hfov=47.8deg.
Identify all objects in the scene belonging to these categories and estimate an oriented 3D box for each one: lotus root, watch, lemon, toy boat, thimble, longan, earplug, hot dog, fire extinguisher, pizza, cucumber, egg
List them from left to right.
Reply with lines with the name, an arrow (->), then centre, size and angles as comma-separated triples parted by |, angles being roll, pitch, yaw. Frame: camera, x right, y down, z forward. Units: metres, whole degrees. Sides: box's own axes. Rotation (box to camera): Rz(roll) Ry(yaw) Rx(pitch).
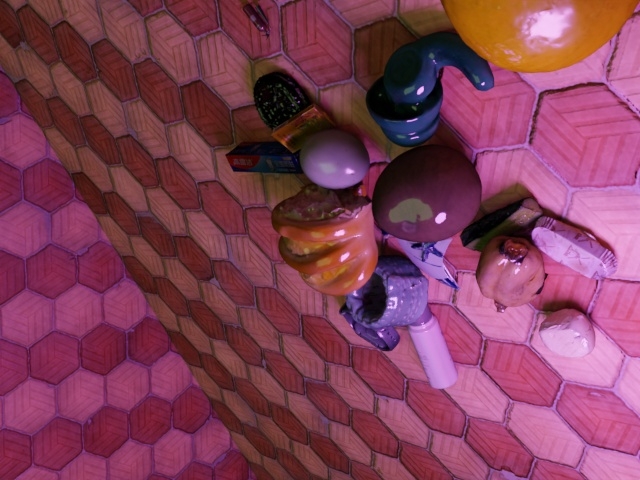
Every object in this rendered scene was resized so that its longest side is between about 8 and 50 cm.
fire extinguisher -> -0.150, -0.555, 1.809 | 0.046, 0.032, 0.100 | -38, 92, 23
egg -> 0.036, -0.204, 1.822 | 0.192, 0.149, 0.149 | 16, 135, 32
pizza -> 0.067, -0.113, 1.978 | 0.131, 0.041, 0.178 | 33, 144, 20
watch -> 0.149, 0.256, 2.190 | 0.206, 0.068, 0.193 | 35, 163, 26
thimble -> 0.178, 0.135, 1.945 | 0.235, 0.143, 0.198 | -21, 75, 52
longan -> 0.233, -0.098, 1.604 | 0.248, 0.248, 0.248 | 31, 143, 27
earplug -> 0.224, -0.309, 1.529 | 0.258, 0.163, 0.280 | -1, 145, 7
toy boat -> 0.274, 0.007, 1.837 | 0.291, 0.070, 0.210 | 43, 152, 3
cucumber -> 0.406, -0.045, 1.630 | 0.078, 0.062, 0.211 | 12, 149, -24
lotus root -> 0.430, 0.067, 1.623 | 0.155, 0.140, 0.257 | 20, 157, 15
lemon -> 0.332, -0.425, 1.089 | 0.348, 0.348, 0.347 | 31, 143, 27
hot dog -> 0.540, 0.018, 1.539 | 0.192, 0.053, 0.099 | 30, 144, 23

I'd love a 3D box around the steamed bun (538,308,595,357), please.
steamed bun -> 0.574, 0.212, 1.657 | 0.112, 0.091, 0.130 | 53, 149, -8

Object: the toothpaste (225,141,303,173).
toothpaste -> -0.144, -0.239, 2.070 | 0.321, 0.076, 0.066 | 7, 131, 48

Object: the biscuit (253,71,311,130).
biscuit -> -0.100, -0.357, 1.918 | 0.195, 0.053, 0.194 | 31, 143, 26

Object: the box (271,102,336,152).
box -> -0.044, -0.289, 1.871 | 0.156, 0.022, 0.089 | -24, 134, 35

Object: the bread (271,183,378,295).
bread -> 0.000, 0.000, 1.880 | 0.316, 0.212, 0.270 | 28, 129, 52

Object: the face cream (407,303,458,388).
face cream -> 0.304, 0.278, 2.047 | 0.092, 0.092, 0.311 | 5, 128, 48
